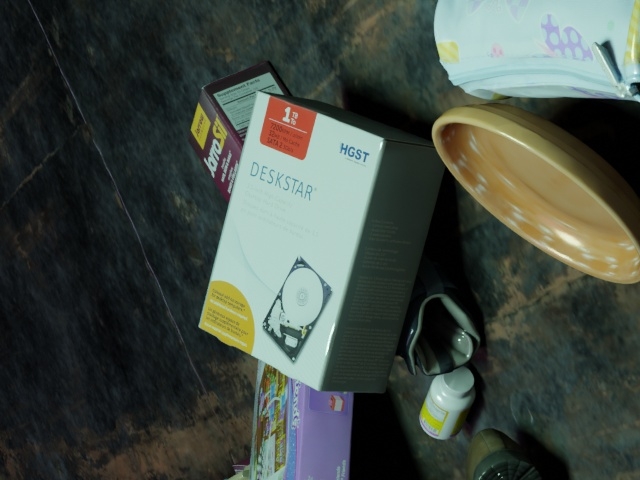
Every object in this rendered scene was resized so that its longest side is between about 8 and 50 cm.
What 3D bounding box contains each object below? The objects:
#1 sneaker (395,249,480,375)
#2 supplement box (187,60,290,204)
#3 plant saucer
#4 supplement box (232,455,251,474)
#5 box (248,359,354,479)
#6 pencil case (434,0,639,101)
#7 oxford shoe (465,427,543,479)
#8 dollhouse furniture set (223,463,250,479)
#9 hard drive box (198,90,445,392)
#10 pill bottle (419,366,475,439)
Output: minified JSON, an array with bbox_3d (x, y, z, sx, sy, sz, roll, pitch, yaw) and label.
[{"bbox_3d":[0.070,0.087,1.841,0.163,0.086,0.226,54,152,30],"label":"sneaker"},{"bbox_3d":[-0.048,-0.069,1.944,0.188,0.080,0.104,57,154,20],"label":"supplement box"},{"bbox_3d":[0.176,-0.042,1.488,0.200,0.037,0.200,36,167,10],"label":"plant saucer"},{"bbox_3d":[-0.061,0.296,2.327,0.043,0.055,0.083,-11,102,64],"label":"supplement box"},{"bbox_3d":[-0.023,0.236,2.021,0.201,0.057,0.293,132,145,-64],"label":"box"},{"bbox_3d":[0.190,-0.149,1.349,0.113,0.124,0.273,32,172,-27],"label":"pencil case"},{"bbox_3d":[0.185,0.269,1.806,0.096,0.082,0.227,-112,9,-61],"label":"oxford shoe"},{"bbox_3d":[0.046,0.352,2.154,0.286,0.198,0.303,-38,44,43],"label":"dollhouse furniture set"},{"bbox_3d":[0.000,0.000,1.758,0.181,0.089,0.232,23,102,46],"label":"hard drive box"},{"bbox_3d":[0.122,0.152,1.843,0.043,0.043,0.083,54,153,24],"label":"pill bottle"}]
